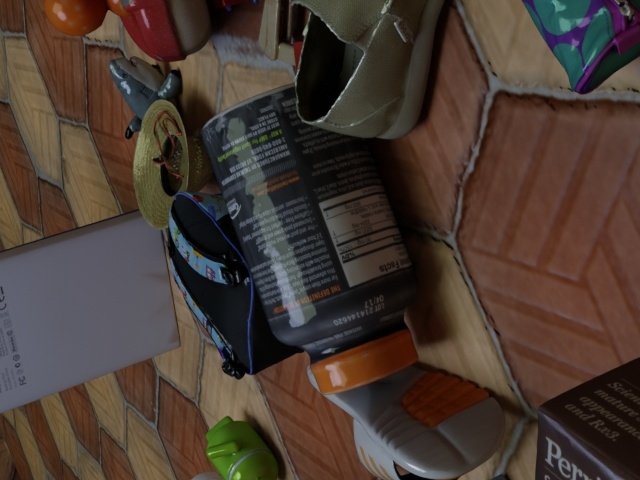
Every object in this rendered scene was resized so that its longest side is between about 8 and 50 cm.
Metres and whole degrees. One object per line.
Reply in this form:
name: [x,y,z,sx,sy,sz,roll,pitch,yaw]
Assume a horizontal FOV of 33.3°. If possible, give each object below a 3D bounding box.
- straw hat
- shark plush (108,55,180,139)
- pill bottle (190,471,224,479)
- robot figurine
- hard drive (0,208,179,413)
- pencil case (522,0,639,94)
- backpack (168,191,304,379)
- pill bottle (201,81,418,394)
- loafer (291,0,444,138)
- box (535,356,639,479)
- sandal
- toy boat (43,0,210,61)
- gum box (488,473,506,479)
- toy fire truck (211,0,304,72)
straw hat: [-0.153,-0.084,1.199,0.144,0.061,0.144,4,95,54]
shark plush: [-0.203,-0.138,1.248,0.073,0.067,0.161,38,138,47]
pill bottle: [-0.114,0.366,1.380,0.169,0.094,0.094,25,129,55]
robot figurine: [-0.095,0.268,1.311,0.115,0.067,0.101,43,170,43]
hard drive: [-0.349,0.098,1.399,0.040,0.319,0.210,31,134,52]
pencil case: [0.135,-0.161,0.598,0.151,0.064,0.070,64,168,13]
backpack: [-0.079,0.026,1.067,0.173,0.117,0.158,45,144,41]
pill bottle: [0.000,0.000,0.885,0.130,0.130,0.245,-24,85,63]
loafer: [0.032,-0.181,0.748,0.102,0.092,0.268,43,143,43]
box: [0.230,0.270,0.623,0.191,0.143,0.381,34,134,51]
sandal: [0.072,0.156,0.902,0.265,0.102,0.076,-154,49,-66]
toy boat: [-0.190,-0.238,1.025,0.231,0.151,0.151,-127,22,-82]
gum box: [0.155,0.307,0.894,0.157,0.041,0.184,55,150,29]
toy fire truck: [-0.040,-0.205,0.920,0.192,0.047,0.135,11,118,61]
